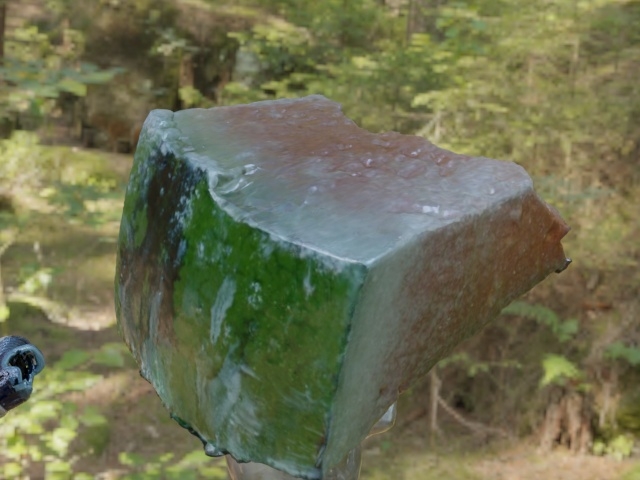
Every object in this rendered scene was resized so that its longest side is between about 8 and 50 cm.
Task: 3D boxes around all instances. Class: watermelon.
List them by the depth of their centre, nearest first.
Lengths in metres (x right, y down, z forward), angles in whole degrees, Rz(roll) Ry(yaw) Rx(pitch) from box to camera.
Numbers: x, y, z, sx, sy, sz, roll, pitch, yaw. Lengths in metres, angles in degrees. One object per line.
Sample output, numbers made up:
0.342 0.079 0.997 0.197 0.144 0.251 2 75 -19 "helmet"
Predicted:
-0.008 -0.008 0.743 0.302 0.151 0.264 -35 41 -25 "watermelon"

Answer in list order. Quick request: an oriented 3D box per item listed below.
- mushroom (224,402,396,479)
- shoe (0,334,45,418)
-0.005 0.254 1.382 0.244 0.243 0.243 3 4 0 "mushroom"
-0.522 0.223 1.793 0.106 0.091 0.207 -28 22 3 "shoe"
